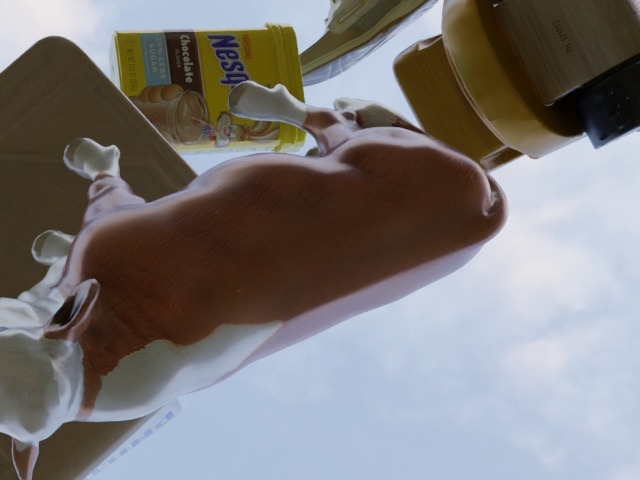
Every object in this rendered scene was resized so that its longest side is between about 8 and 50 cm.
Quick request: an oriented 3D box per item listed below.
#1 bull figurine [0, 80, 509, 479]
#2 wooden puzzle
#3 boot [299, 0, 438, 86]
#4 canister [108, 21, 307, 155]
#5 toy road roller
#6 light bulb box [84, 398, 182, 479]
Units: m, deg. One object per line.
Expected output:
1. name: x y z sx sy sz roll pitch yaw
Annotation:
1. bull figurine: -0.058 0.004 0.502 0.311 0.101 0.188 -16 -143 -23
2. wooden puzzle: -0.175 0.016 0.633 0.221 0.044 0.238 -43 -101 -3
3. boot: 0.017 -0.296 1.144 0.213 0.077 0.165 -35 -92 1
4. canister: -0.107 -0.140 0.912 0.170 0.073 0.126 -6 -97 -18
5. toy road roller: 0.221 -0.176 0.894 0.241 0.330 0.202 -29 -93 39
6. light bulb box: -0.330 0.050 0.904 0.225 0.361 0.358 -34 -107 -15
